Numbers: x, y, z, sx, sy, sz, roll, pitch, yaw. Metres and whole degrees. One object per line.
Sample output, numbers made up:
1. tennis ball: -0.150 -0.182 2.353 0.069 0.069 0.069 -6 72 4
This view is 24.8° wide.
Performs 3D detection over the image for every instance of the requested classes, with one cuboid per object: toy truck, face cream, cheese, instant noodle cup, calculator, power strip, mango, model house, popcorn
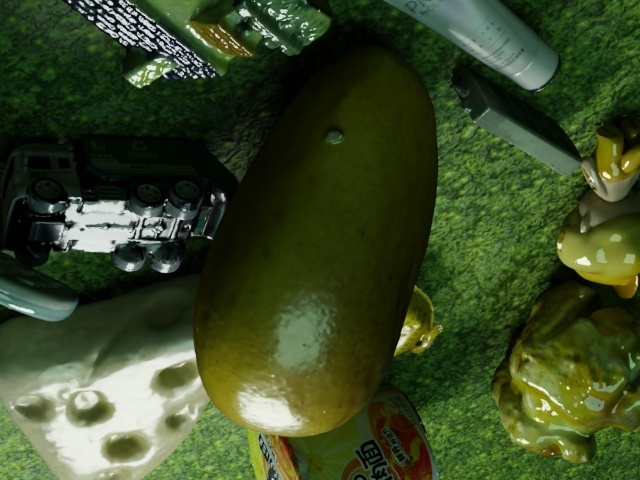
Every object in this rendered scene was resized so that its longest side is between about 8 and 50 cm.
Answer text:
1. toy truck: -0.216 -0.043 1.569 0.253 0.124 0.114 2 136 -22
2. face cream: 0.163 -0.238 1.554 0.243 0.058 0.092 29 126 -36
3. cheese: -0.214 0.189 1.837 0.350 0.130 0.328 -14 139 -4
4. instant noodle cup: 0.035 0.325 2.020 0.200 0.264 0.264 -17 142 -18
5. calculator: -0.343 0.036 1.523 0.184 0.295 0.042 25 88 -4
6. cheese: 0.043 0.093 1.884 0.250 0.064 0.156 18 128 -25
7. power strip: 0.224 -0.138 1.672 0.227 0.080 0.029 24 122 -41
8. mango: 0.000 0.000 1.584 0.301 0.220 0.445 -18 125 -60
9. model house: -0.133 -0.232 1.345 0.211 0.170 0.194 -34 141 18
10. popcorn: 0.354 0.179 1.985 0.276 0.225 0.276 -10 136 -10

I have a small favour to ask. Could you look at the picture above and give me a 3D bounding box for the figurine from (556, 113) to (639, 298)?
1. figurine: 0.370 -0.038 1.831 0.156 0.131 0.246 -23 133 -20
